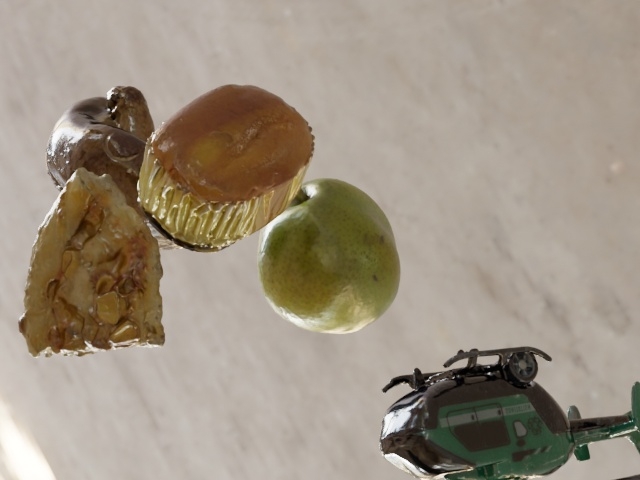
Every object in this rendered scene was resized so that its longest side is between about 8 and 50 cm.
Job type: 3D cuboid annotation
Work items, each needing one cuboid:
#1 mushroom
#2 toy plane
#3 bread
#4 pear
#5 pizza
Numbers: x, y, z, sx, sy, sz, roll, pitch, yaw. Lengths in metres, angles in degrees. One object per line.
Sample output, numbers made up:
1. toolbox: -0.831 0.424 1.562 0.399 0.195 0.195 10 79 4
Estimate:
1. mushroom: -0.222 -0.065 2.009 0.194 0.138 0.231 62 176 -18
2. toy plane: 0.182 0.178 1.593 0.106 0.382 0.155 -25 72 49
3. bread: -0.092 -0.078 1.773 0.132 0.190 0.114 38 138 14
4. pear: 0.000 0.000 2.021 0.180 0.166 0.216 -69 -38 -55
5. pizza: -0.203 0.048 1.619 0.161 0.062 0.182 36 109 18
